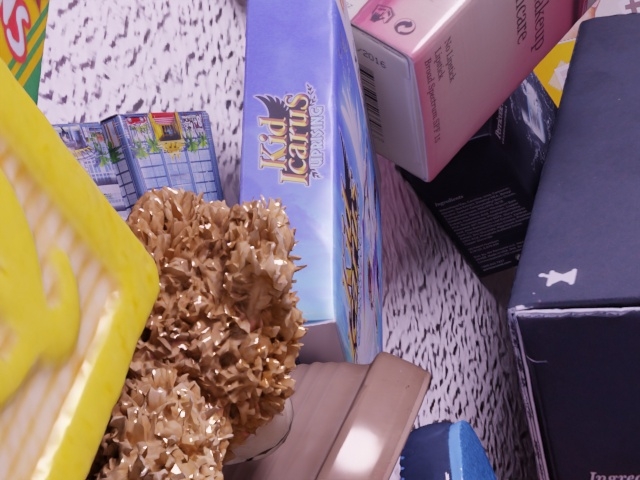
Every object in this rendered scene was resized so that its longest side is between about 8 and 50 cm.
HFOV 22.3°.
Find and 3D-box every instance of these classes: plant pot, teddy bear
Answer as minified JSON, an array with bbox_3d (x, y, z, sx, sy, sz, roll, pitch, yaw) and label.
[{"bbox_3d":[-0.042,0.150,0.845,0.109,0.237,0.237,28,32,4],"label":"plant pot"},{"bbox_3d":[-0.098,0.131,0.667,0.113,0.245,0.338,31,37,-6],"label":"teddy bear"}]

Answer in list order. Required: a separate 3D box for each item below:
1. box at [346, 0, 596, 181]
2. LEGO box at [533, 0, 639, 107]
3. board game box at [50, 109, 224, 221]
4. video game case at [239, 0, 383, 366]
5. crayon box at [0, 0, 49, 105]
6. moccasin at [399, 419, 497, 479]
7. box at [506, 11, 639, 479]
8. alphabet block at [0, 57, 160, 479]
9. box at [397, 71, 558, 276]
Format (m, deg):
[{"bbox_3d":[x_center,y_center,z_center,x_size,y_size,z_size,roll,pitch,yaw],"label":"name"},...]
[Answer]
[{"bbox_3d":[0.095,-0.185,1.170,0.232,0.127,0.148,-47,152,-20],"label":"box"},{"bbox_3d":[0.437,-0.240,1.624,0.193,0.500,0.372,-30,101,-63],"label":"LEGO box"},{"bbox_3d":[-0.105,0.029,0.912,0.194,0.060,0.194,-13,84,-64],"label":"board game box"},{"bbox_3d":[0.000,0.000,1.031,0.244,0.061,0.269,74,14,-56],"label":"video game case"},{"bbox_3d":[-0.199,-0.190,0.786,0.202,0.081,0.318,66,20,-56],"label":"crayon box"},{"bbox_3d":[0.066,0.283,1.006,0.138,0.117,0.342,35,48,-60],"label":"moccasin"},{"bbox_3d":[0.365,0.106,1.382,0.480,0.297,0.472,-67,146,-53],"label":"box"},{"bbox_3d":[-0.204,0.032,0.569,0.192,0.197,0.193,54,32,-30],"label":"alphabet block"},{"bbox_3d":[0.149,-0.082,1.431,0.158,0.093,0.156,49,34,-36],"label":"box"}]
